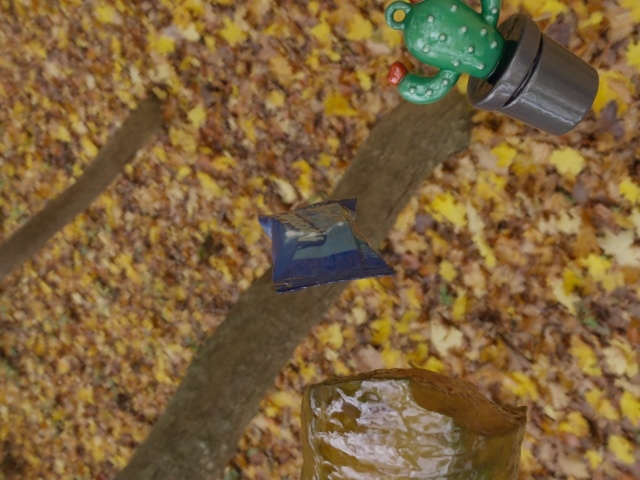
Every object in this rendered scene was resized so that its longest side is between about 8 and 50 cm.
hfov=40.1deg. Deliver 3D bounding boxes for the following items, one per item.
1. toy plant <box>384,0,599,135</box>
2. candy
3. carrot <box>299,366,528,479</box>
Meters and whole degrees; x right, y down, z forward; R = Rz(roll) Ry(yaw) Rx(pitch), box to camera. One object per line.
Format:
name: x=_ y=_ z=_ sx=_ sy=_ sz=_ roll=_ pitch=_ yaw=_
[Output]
toy plant: x=0.295 y=-0.330 z=1.590 sx=0.400 sy=0.185 sz=0.279 roll=24 pitch=140 yaw=-17
candy: x=0.000 y=0.000 z=1.393 sx=0.331 sy=0.187 sz=0.077 roll=-118 pitch=21 yaw=-69
carrot: x=0.094 y=0.253 z=0.963 sx=0.241 sy=0.241 sz=0.341 roll=20 pitch=114 yaw=42
